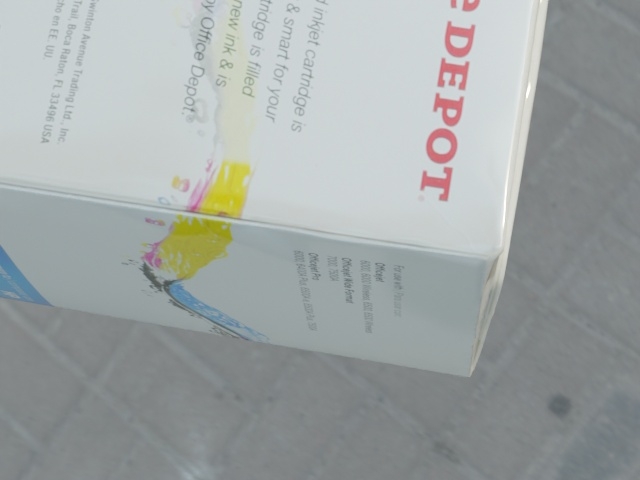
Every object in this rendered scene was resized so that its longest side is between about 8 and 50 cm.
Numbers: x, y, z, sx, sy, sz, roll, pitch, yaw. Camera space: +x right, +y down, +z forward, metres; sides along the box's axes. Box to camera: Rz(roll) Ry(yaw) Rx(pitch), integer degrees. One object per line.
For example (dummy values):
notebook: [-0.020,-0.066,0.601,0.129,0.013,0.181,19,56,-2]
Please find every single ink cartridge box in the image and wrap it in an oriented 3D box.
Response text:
ink cartridge box: [-0.035,-0.062,0.632,0.232,0.168,0.171,9,72,6]
